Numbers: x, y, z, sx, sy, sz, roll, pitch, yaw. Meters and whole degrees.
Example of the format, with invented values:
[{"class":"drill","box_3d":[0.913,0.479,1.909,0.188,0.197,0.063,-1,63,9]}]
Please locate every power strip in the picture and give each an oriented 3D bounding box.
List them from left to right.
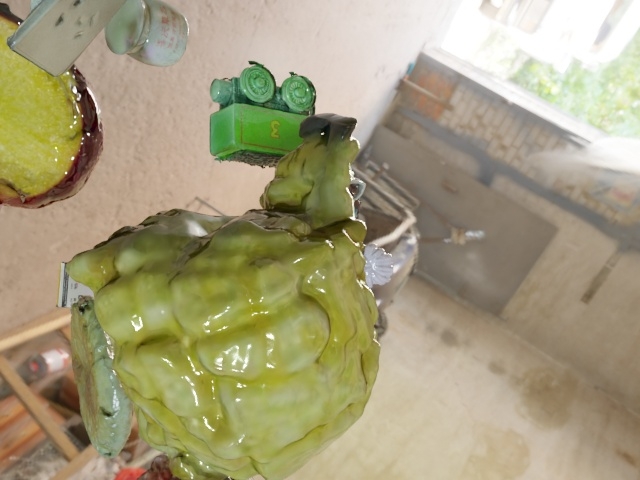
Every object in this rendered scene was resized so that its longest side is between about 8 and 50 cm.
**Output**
[{"class":"power strip","box_3d":[-0.386,-0.355,1.012,0.198,0.064,0.213,-49,-174,-1]}]

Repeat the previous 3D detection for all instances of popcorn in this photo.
[{"class":"popcorn","box_3d":[-0.074,0.066,0.595,0.293,0.293,0.237,-45,133,-34]}]

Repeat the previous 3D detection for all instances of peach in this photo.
[{"class":"peach","box_3d":[-0.623,-0.258,1.278,0.339,0.353,0.416,-47,151,-15]}]

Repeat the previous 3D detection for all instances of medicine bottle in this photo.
[{"class":"medicine bottle","box_3d":[-0.395,-0.476,1.517,0.143,0.147,0.147,4,120,-52]}]

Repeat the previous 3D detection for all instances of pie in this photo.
[{"class":"pie","box_3d":[-0.382,0.234,1.165,0.071,0.306,0.306,-7,136,-30]}]

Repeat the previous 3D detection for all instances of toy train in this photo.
[{"class":"toy train","box_3d":[-0.112,-0.248,1.372,0.243,0.132,0.188,2,84,-38]}]

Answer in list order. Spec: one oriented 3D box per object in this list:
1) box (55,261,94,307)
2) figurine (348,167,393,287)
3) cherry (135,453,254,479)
[{"class":"box","box_3d":[-0.622,0.131,1.917,0.247,0.033,0.129,4,85,-30]},{"class":"figurine","box_3d":[0.000,-0.002,0.892,0.175,0.116,0.240,-11,121,-17]},{"class":"cherry","box_3d":[-0.165,0.387,0.855,0.192,0.175,0.249,4,120,-27]}]
